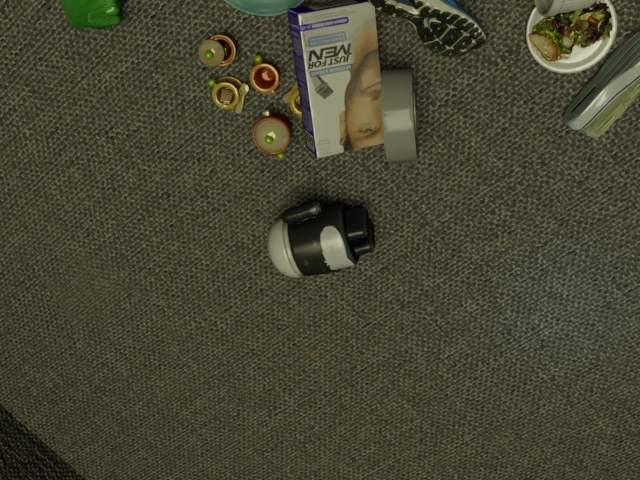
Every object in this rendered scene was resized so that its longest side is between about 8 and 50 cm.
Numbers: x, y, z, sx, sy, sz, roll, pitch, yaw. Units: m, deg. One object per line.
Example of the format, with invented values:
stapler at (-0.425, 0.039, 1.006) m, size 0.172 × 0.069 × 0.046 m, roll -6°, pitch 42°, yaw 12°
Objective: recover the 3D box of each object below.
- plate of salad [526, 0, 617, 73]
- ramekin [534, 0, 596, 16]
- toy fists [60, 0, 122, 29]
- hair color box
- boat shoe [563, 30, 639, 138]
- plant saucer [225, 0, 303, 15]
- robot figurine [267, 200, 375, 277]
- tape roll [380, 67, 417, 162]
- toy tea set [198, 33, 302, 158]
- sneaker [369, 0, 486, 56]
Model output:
plate of salad at (0.570, -0.476, 1.717) m, size 0.200 × 0.048 × 0.200 m, roll 4°, pitch 116°, yaw 8°
ramekin at (0.523, -0.580, 1.590) m, size 0.109 × 0.207 × 0.207 m, roll -4°, pitch 116°, yaw 1°
toy fists at (-0.554, -0.641, 1.792) m, size 0.142 × 0.096 × 0.279 m, roll -3°, pitch 117°, yaw 22°
hair color box at (0.043, -0.382, 1.780) m, size 0.185 × 0.110 × 0.339 m, roll -14°, pitch 117°, yaw -12°
boat shoe at (0.693, -0.362, 1.735) m, size 0.094 × 0.109 × 0.302 m, roll 26°, pitch 127°, yaw -21°
plant saucer at (-0.138, -0.670, 1.706) m, size 0.317 × 0.044 × 0.317 m, roll 10°, pitch 126°, yaw 15°
robot figurine at (-0.001, -0.003, 1.974) m, size 0.278 × 0.173 × 0.209 m, roll -14°, pitch 96°, yaw 15°
tape roll at (0.187, -0.293, 1.772) m, size 0.072 × 0.219 × 0.219 m, roll -3°, pitch 115°, yaw 9°
toy tea set at (-0.167, -0.355, 1.850) m, size 0.336 × 0.124 × 0.200 m, roll 33°, pitch 116°, yaw -8°
sneaker at (0.248, -0.538, 1.688) m, size 0.330 × 0.147 × 0.130 m, roll 29°, pitch 146°, yaw -29°
